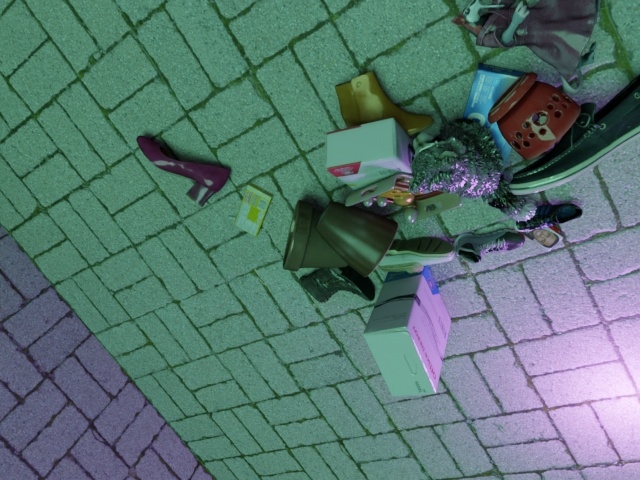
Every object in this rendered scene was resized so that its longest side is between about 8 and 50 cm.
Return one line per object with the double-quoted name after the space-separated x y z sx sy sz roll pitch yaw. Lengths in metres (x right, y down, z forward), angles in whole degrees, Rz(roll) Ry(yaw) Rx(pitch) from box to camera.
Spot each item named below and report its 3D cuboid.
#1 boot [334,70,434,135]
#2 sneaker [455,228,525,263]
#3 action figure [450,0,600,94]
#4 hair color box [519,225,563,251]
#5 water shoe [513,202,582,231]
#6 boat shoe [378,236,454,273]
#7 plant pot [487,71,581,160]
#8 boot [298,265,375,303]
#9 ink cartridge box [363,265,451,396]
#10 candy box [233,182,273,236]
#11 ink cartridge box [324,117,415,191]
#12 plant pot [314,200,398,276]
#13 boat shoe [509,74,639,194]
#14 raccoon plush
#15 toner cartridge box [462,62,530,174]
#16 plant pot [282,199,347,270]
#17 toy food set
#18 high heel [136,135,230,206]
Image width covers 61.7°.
0.193 -0.426 1.675 0.295 0.104 0.211 -4 118 28 "boot"
0.560 0.032 1.788 0.229 0.132 0.086 -6 117 25 "sneaker"
0.536 -0.572 1.432 0.371 0.248 0.275 7 149 17 "action figure"
0.707 -0.035 1.744 0.141 0.043 0.072 33 125 0 "hair color box"
0.703 -0.077 1.664 0.203 0.080 0.072 -16 94 5 "water shoe"
0.337 0.057 1.916 0.303 0.113 0.103 1 122 34 "boat shoe"
0.564 -0.341 1.444 0.174 0.191 0.191 42 126 -1 "plant pot"
0.065 0.185 2.122 0.263 0.091 0.229 42 131 -1 "boot"
0.317 0.308 1.892 0.166 0.395 0.285 -15 113 28 "ink cartridge box"
-0.263 -0.116 2.093 0.105 0.027 0.205 30 126 5 "candy box"
0.178 -0.246 1.667 0.226 0.306 0.131 -8 76 26 "ink cartridge box"
0.103 -0.027 1.790 0.231 0.215 0.215 30 126 -6 "plant pot"
0.728 -0.291 1.457 0.500 0.187 0.156 -33 95 14 "boat shoe"
0.445 -0.171 1.515 0.447 0.299 0.216 29 126 2 "raccoon plush"
0.506 -0.339 1.620 0.165 0.075 0.347 15 124 11 "toner cartridge box"
0.000 0.000 1.948 0.230 0.263 0.263 12 125 -6 "plant pot"
0.265 -0.122 1.714 0.220 0.306 0.092 -19 69 52 "toy food set"
-0.525 -0.314 2.057 0.377 0.127 0.181 42 97 -1 "high heel"
